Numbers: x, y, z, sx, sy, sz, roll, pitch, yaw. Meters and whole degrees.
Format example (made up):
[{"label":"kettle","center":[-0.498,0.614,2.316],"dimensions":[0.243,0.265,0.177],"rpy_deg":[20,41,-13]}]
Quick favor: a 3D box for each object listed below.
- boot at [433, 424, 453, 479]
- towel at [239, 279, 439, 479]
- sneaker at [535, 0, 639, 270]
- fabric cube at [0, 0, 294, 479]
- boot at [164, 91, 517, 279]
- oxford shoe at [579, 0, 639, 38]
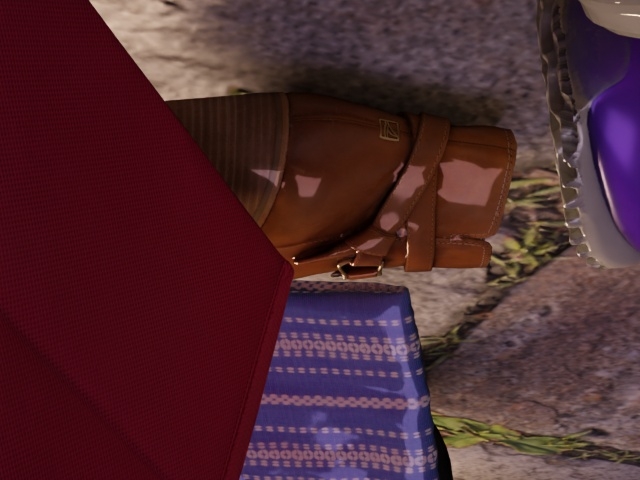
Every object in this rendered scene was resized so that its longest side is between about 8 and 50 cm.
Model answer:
[{"label":"boot","center":[0.143,0.254,1.077],"dimensions":[0.445,0.146,0.367],"rpy_deg":[10,134,-27]},{"label":"towel","center":[-0.046,0.174,0.844],"dimensions":[0.243,0.040,0.336],"rpy_deg":[-1,119,17]},{"label":"sneaker","center":[0.185,-0.032,0.554],"dimensions":[0.146,0.102,0.293],"rpy_deg":[-15,154,26]},{"label":"fabric cube","center":[-0.194,0.042,0.499],"dimensions":[0.254,0.259,0.258],"rpy_deg":[-8,139,27]},{"label":"boot","center":[0.000,0.000,0.668],"dimensions":[0.152,0.073,0.197],"rpy_deg":[2,158,-7]},{"label":"oxford shoe","center":[0.222,-0.148,0.276],"dimensions":[0.449,0.169,0.130],"rpy_deg":[-17,107,51]}]
